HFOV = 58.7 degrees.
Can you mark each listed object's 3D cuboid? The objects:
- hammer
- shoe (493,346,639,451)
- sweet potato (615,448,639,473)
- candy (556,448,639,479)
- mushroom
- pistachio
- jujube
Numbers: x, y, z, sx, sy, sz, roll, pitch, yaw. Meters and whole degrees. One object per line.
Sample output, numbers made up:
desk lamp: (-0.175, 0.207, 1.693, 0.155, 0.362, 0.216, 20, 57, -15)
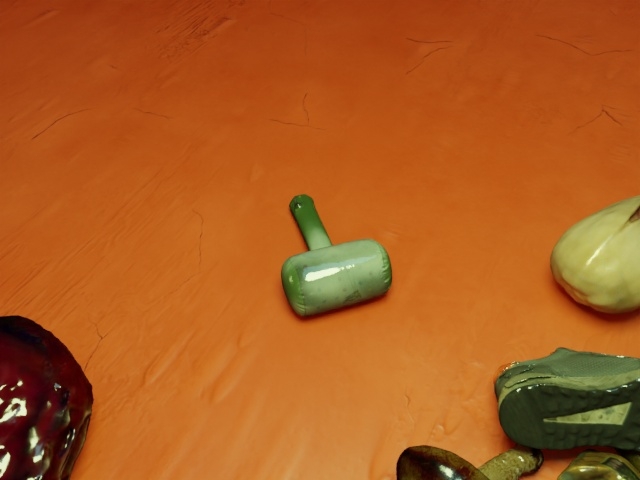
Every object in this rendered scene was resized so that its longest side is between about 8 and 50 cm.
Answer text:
hammer: (0.000, 0.000, 1.143, 0.206, 0.119, 0.335, -13, 42, -11)
shoe: (0.424, 0.230, 0.884, 0.336, 0.132, 0.171, -4, 11, 0)
sweet potato: (0.506, 0.369, 0.770, 0.059, 0.069, 0.249, 5, 16, -20)
candy: (0.429, 0.399, 0.738, 0.143, 0.101, 0.271, 12, 32, -49)
mushroom: (0.238, 0.345, 0.812, 0.227, 0.148, 0.217, 38, 41, 21)
pistachio: (0.546, 0.018, 1.031, 0.299, 0.187, 0.187, -29, 52, -27)
jujube: (-0.481, 0.294, 0.819, 0.258, 0.258, 0.377, 2, 54, 6)
